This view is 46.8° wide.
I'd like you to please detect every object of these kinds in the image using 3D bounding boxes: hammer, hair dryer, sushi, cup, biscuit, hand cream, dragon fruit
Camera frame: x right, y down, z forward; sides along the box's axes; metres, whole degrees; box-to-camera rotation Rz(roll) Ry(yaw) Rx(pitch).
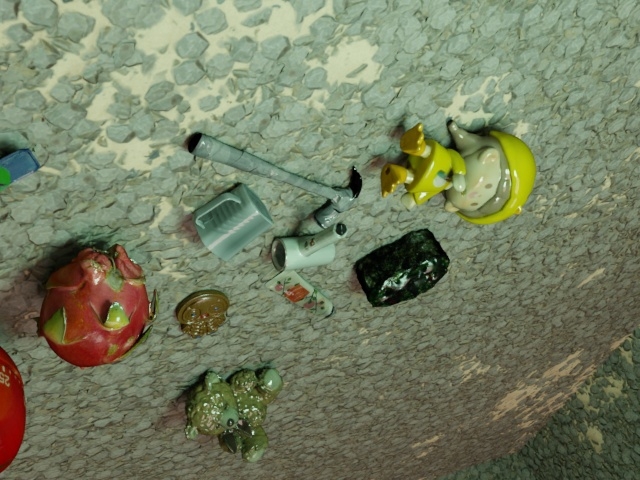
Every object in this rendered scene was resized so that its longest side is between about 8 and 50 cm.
[{"bbox_3d":[-0.082,-0.119,1.426,0.427,0.044,0.152,14,128,-44],"label":"hammer"},{"bbox_3d":[0.000,0.000,1.554,0.131,0.073,0.236,-7,165,-29],"label":"hair dryer"},{"bbox_3d":[0.203,0.076,1.809,0.225,0.127,0.124,-26,146,-5],"label":"sushi"},{"bbox_3d":[-0.178,-0.041,1.420,0.129,0.095,0.128,-36,143,8],"label":"cup"},{"bbox_3d":[-0.269,0.173,1.703,0.124,0.026,0.175,-15,145,-16],"label":"biscuit"},{"bbox_3d":[-0.038,0.132,1.797,0.080,0.050,0.234,-34,140,16],"label":"hand cream"},{"bbox_3d":[-0.416,0.121,1.383,0.227,0.224,0.224,-45,143,21],"label":"dragon fruit"}]

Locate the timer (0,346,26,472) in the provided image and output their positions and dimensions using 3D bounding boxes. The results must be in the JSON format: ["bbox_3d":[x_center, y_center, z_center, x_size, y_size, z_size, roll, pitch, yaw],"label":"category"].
[{"bbox_3d":[-0.740,0.316,1.346,0.378,0.279,0.378,-16,144,-12],"label":"timer"}]

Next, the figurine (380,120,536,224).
[{"bbox_3d":[0.294,-0.142,1.538,0.344,0.187,0.215,9,142,-34],"label":"figurine"}]

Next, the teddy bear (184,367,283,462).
[{"bbox_3d":[-0.246,0.451,1.981,0.256,0.156,0.267,19,85,-48],"label":"teddy bear"}]

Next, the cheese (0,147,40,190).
[{"bbox_3d":[-0.581,-0.051,1.120,0.320,0.083,0.204,-32,173,-15],"label":"cheese"}]
